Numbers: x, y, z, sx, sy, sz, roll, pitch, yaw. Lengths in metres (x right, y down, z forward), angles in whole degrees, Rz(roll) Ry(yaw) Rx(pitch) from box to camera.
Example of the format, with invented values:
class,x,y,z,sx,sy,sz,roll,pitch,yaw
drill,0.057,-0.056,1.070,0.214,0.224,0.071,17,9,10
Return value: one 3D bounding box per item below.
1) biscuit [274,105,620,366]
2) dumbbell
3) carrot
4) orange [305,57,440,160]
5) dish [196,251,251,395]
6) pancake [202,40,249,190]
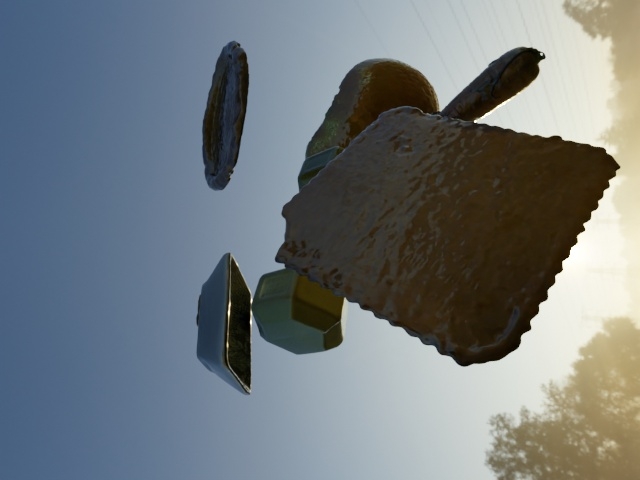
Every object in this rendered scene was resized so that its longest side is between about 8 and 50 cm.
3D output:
class,x,y,z,sx,sy,sz,roll,pitch,yaw
biscuit,0.090,-0.033,0.367,0.237,0.232,0.013,-46,-39,-26
dumbbell,0.000,0.000,0.588,0.108,0.121,0.302,51,-141,-34
carrot,0.146,-0.133,0.523,0.049,0.254,0.049,32,-143,-28
orange,0.121,-0.213,0.943,0.263,0.196,0.334,28,-69,-24
dish,-0.195,0.170,0.873,0.182,0.080,0.243,80,-178,-53
pancake,-0.128,-0.163,0.576,0.021,0.199,0.199,4,-93,-27
